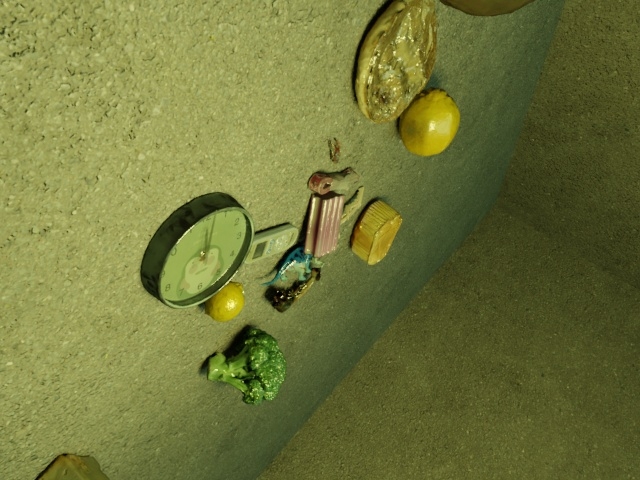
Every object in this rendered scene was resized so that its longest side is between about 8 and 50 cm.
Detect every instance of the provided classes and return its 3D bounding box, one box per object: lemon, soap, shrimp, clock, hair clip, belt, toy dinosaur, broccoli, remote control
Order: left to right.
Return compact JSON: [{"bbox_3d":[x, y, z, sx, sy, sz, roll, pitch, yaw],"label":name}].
[{"bbox_3d":[-0.297,0.031,1.329,0.319,0.066,0.319,-41,152,-27],"label":"clock"},{"bbox_3d":[-0.272,0.171,1.510,0.133,0.109,0.109,-42,155,-11],"label":"lemon"},{"bbox_3d":[-0.247,0.429,1.783,0.270,0.270,0.270,1,130,-19],"label":"broccoli"},{"bbox_3d":[-0.155,0.006,1.580,0.244,0.047,0.087,-21,144,-52],"label":"remote control"},{"bbox_3d":[-0.081,0.172,1.863,0.222,0.054,0.290,-43,169,2],"label":"shrimp"},{"bbox_3d":[-0.077,0.073,1.780,0.329,0.076,0.144,-47,146,-25],"label":"toy dinosaur"},{"bbox_3d":[0.012,-0.054,1.724,0.122,0.065,0.203,-19,125,-52],"label":"soap"},{"bbox_3d":[0.043,-0.185,1.681,0.232,0.053,0.071,-18,130,-54],"label":"belt"},{"bbox_3d":[0.046,-0.272,1.595,0.038,0.029,0.092,-44,151,-19],"label":"shrimp"},{"bbox_3d":[0.103,-0.100,1.883,0.226,0.072,0.034,-48,159,-16],"label":"hair clip"},{"bbox_3d":[0.369,-0.402,1.808,0.204,0.204,0.260,-36,149,-35],"label":"lemon"}]

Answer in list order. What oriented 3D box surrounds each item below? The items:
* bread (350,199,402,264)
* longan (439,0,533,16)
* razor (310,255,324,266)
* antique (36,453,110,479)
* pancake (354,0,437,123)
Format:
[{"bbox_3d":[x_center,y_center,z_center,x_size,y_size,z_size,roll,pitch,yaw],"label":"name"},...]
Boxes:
[{"bbox_3d":[0.215,-0.035,2.101,0.179,0.133,0.250,-31,147,-40],"label":"bread"},{"bbox_3d":[0.401,-0.719,1.196,0.391,0.391,0.391,-41,154,-26],"label":"longan"},{"bbox_3d":[-0.002,0.001,1.851,0.037,0.068,0.191,-33,144,-57],"label":"razor"},{"bbox_3d":[-0.607,0.706,1.395,0.125,0.284,0.150,-48,157,-12],"label":"antique"},{"bbox_3d":[0.224,-0.518,1.525,0.387,0.082,0.387,-37,148,-29],"label":"pancake"}]
